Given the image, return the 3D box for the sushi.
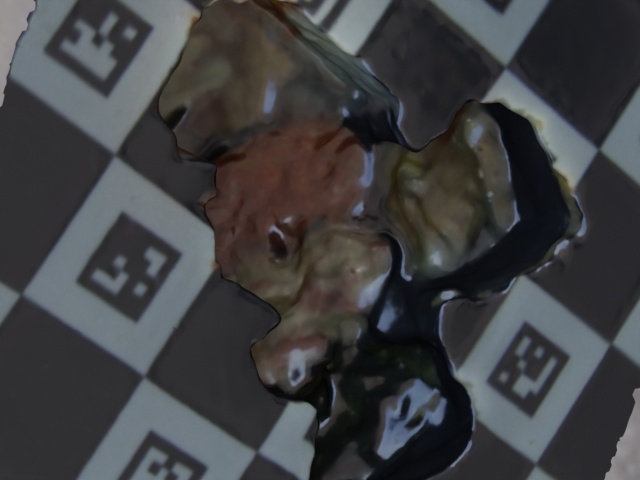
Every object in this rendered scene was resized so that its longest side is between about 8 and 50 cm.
[{"bbox_3d":[0.000,0.000,0.838,0.069,0.339,0.320,21,92,59],"label":"sushi"}]
